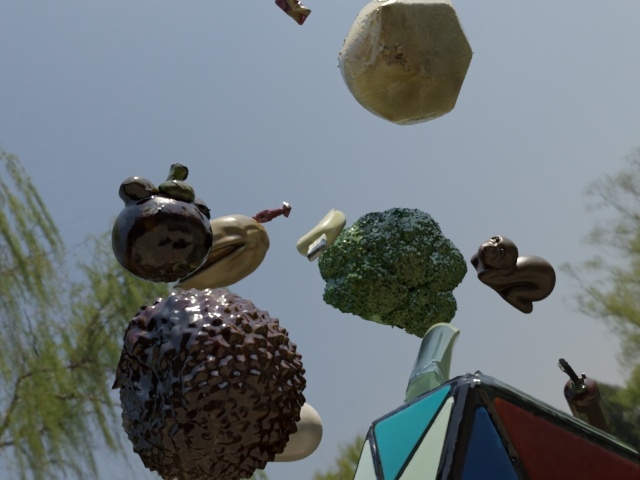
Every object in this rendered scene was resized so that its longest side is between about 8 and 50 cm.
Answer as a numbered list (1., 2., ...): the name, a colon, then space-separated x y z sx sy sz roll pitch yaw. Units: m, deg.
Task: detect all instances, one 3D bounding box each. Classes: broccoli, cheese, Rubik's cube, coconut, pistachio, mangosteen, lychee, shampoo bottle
1. broccoli: 0.173 0.071 1.758 0.310 0.413 0.321 -45 -50 17
2. cheese: -0.001 -0.001 1.496 0.127 0.050 0.235 -38 9 8
3. Rubik's cube: 0.169 0.315 0.738 0.250 0.246 0.248 -51 14 55
4. coconut: 0.225 -0.475 1.867 0.346 0.360 0.347 -3 -74 -11
5. pistachio: -0.204 0.026 1.420 0.215 0.144 0.144 -21 -31 9
6. mangosteen: -0.265 -0.020 1.176 0.172 0.184 0.172 -27 -2 -1
7. lychee: -0.095 0.134 0.663 0.188 0.188 0.188 -26 -34 -20
8. shampoo bottle: 0.152 0.165 0.961 0.072 0.049 0.212 -57 -6 19

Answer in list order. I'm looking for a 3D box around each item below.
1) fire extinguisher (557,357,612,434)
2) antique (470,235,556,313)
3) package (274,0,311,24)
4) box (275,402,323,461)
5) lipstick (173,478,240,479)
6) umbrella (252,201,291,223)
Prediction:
1. fire extinguisher: 0.553 0.334 1.523 0.071 0.099 0.231 -34 -53 1
2. antique: 0.505 0.079 1.875 0.256 0.121 0.143 34 -67 -19
3. package: -0.064 -0.536 1.648 0.029 0.083 0.059 -57 12 -30
4. box: -0.144 0.447 1.689 0.288 0.141 0.349 1 -17 -4
5. lipstick: -0.305 0.586 1.669 0.241 0.080 0.080 -13 -31 10
6. umbrella: -0.105 -0.051 1.449 0.025 0.165 0.027 35 -116 -25
